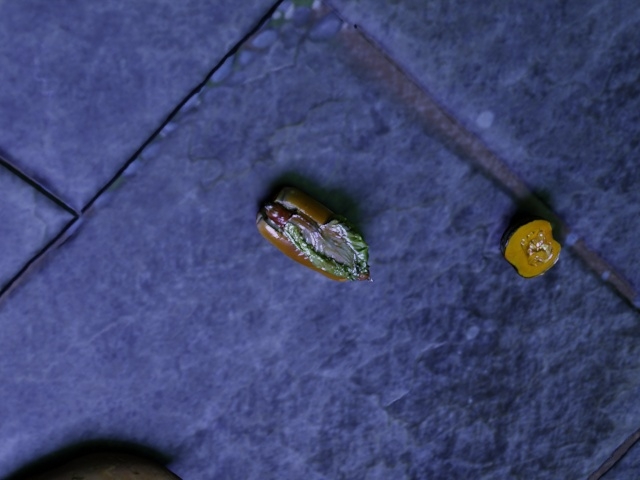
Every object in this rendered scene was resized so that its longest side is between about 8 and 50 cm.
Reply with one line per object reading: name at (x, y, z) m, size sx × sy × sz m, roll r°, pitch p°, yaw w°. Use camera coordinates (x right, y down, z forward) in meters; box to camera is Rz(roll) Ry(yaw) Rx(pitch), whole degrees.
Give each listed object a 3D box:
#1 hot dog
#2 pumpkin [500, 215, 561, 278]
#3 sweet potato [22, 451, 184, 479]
hot dog at (0.000, 0.000, 1.350) m, size 0.056 × 0.041 × 0.133 m, roll -47°, pitch 129°, yaw 9°
pumpkin at (0.182, 0.003, 1.452) m, size 0.050 × 0.028 × 0.083 m, roll -37°, pitch 139°, yaw -2°
sweet potato at (-0.218, 0.216, 1.379) m, size 0.249 × 0.059 × 0.069 m, roll -9°, pitch 137°, yaw -16°
